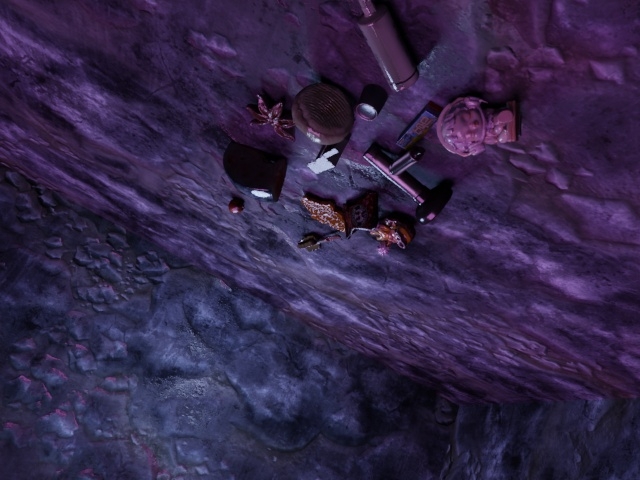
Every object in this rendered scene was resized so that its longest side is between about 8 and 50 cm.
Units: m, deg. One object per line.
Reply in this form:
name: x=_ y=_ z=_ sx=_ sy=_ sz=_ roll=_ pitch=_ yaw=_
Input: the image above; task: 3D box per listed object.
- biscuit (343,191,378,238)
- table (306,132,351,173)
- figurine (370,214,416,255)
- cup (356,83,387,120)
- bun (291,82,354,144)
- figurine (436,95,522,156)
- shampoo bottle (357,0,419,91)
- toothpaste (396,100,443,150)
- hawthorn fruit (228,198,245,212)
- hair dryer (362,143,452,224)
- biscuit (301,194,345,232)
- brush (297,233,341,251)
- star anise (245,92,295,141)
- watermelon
biscuit: x=0.150 y=-0.097 z=2.023 sx=0.063 sy=0.151 sz=0.235 roll=-4 pitch=172 yaw=-32
table: x=0.046 y=-0.313 z=1.695 sx=0.062 sy=0.146 sz=0.175 roll=38 pitch=152 yaw=-24
figurine: x=0.274 y=-0.034 z=2.057 sx=0.240 sy=0.116 sz=0.174 roll=1 pitch=127 yaw=49
cup: x=0.145 y=-0.401 z=1.522 sx=0.078 sy=0.077 sz=0.100 roll=28 pitch=155 yaw=-6
bun: x=0.003 y=-0.380 z=1.566 sx=0.195 sy=0.195 sz=0.118 roll=30 pitch=160 yaw=-9
figurine: x=0.418 y=-0.308 z=1.381 sx=0.237 sy=0.162 sz=0.141 roll=7 pitch=-169 yaw=35
shampoo bottle: x=0.164 y=-0.505 z=1.300 sx=0.085 sy=0.085 sz=0.262 roll=2 pitch=146 yaw=39
toothpaste: x=0.304 y=-0.335 z=1.544 sx=0.070 sy=0.044 sz=0.193 roll=29 pitch=154 yaw=-7
hawthorn fruit: x=-0.405 y=-0.165 z=2.462 sx=0.077 sy=0.077 sz=0.077 roll=20 pitch=154 yaw=10
hair dryer: x=0.295 y=-0.188 z=1.651 sx=0.320 sy=0.155 sz=0.284 roll=38 pitch=-177 yaw=-15
biscuit: x=0.033 y=-0.114 z=2.204 sx=0.280 sy=0.043 sz=0.183 roll=31 pitch=158 yaw=-23
brush: x=0.000 y=0.000 z=2.424 sx=0.084 sy=0.071 sz=0.301 roll=25 pitch=157 yaw=-28
star anise: x=-0.159 y=-0.433 z=1.755 sx=0.208 sy=0.063 sz=0.171 roll=22 pitch=150 yaw=13
watermelon: x=-0.249 y=-0.269 z=2.033 sx=0.318 sy=0.226 sz=0.148 roll=51 pitch=167 yaw=29
